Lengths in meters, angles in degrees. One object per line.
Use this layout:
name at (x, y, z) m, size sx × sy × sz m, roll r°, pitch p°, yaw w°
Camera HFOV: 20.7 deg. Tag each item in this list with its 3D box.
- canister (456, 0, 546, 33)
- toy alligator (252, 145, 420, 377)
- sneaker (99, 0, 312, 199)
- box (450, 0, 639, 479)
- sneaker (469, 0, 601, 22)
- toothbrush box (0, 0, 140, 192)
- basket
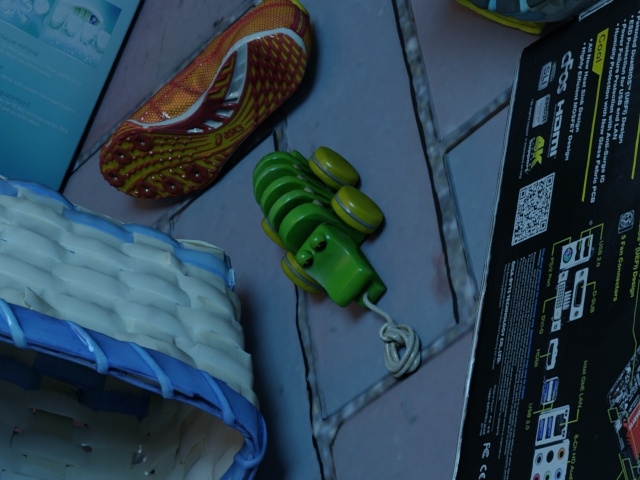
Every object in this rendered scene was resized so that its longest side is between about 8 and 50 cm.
canister at (0.099, -0.206, 0.867) m, size 0.073 × 0.126 × 0.170 m, roll 28°, pitch 90°, yaw 56°
toy alligator at (0.000, 0.000, 0.924) m, size 0.056 × 0.051 × 0.190 m, roll -51°, pitch 37°, yaw 18°
sneaker at (-0.066, -0.083, 1.069) m, size 0.175 × 0.064 × 0.067 m, roll -33°, pitch 25°, yaw 29°
box at (0.149, 0.038, 0.642) m, size 0.257 × 0.079 × 0.322 m, roll -26°, pitch 48°, yaw 57°
sneaker at (0.126, -0.235, 0.789) m, size 0.110 × 0.122 × 0.283 m, roll 13°, pitch 96°, yaw 42°
toothbrush box at (-0.247, -0.157, 1.274) m, size 0.216 × 0.126 × 0.296 m, roll 12°, pitch 79°, yaw 55°
basket at (-0.150, 0.116, 0.887) m, size 0.201 × 0.254 × 0.289 m, roll -56°, pitch 19°, yaw 36°
